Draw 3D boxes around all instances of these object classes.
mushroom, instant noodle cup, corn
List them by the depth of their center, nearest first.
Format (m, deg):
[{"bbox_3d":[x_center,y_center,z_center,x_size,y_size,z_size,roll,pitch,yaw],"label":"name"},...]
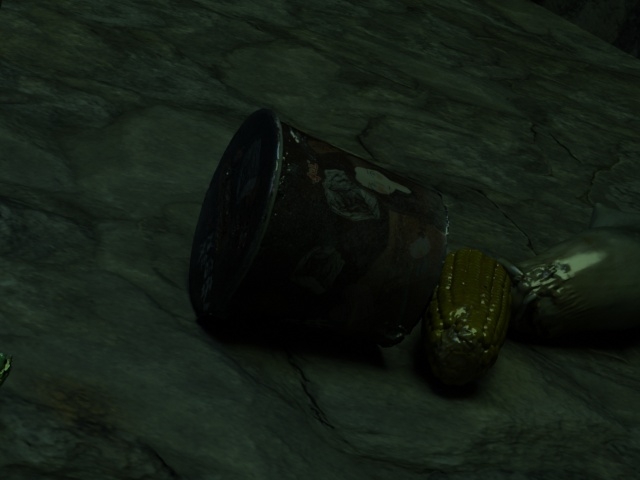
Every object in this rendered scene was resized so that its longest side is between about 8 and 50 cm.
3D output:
[{"bbox_3d":[0.000,0.000,1.803,0.207,0.217,0.217,18,18,-20],"label":"instant noodle cup"},{"bbox_3d":[0.151,0.077,1.875,0.097,0.097,0.261,19,19,3],"label":"corn"},{"bbox_3d":[0.336,0.037,2.110,0.177,0.126,0.397,16,17,25],"label":"mushroom"}]

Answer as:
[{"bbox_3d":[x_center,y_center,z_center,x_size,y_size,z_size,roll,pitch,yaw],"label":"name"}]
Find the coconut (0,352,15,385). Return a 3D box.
[{"bbox_3d":[-0.316,0.102,1.440,0.133,0.055,0.158,16,20,-10],"label":"coconut"}]
